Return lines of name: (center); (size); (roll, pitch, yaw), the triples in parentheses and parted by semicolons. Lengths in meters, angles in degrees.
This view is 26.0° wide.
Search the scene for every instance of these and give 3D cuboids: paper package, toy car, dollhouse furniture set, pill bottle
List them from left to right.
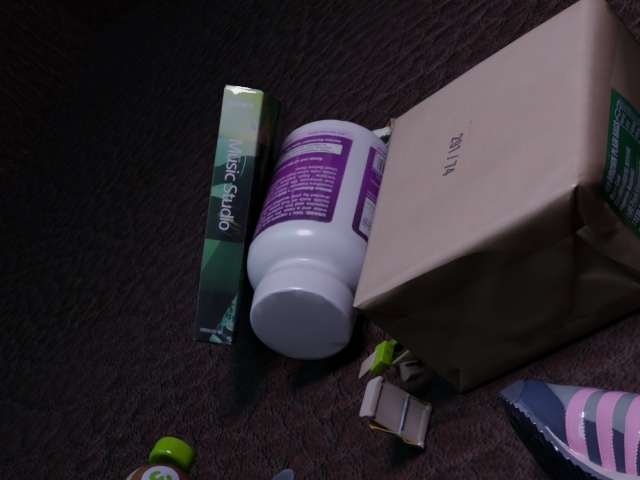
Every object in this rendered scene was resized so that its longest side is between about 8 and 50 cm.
toy car: (-0.121, 0.308, 1.573); (0.188, 0.149, 0.155); (-17, 29, 34)
pill bottle: (0.000, 0.000, 1.753); (0.169, 0.169, 0.301); (-32, 29, 35)
dollhouse furniture set: (0.078, 0.165, 1.504); (0.058, 0.076, 0.151); (-46, 19, 43)
paper package: (0.211, -0.051, 1.459); (0.309, 0.168, 0.325); (-32, 29, 36)

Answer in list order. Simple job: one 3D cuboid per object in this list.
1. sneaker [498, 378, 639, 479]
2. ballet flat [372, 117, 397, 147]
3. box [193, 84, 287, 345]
sneaker: (0.268, 0.168, 1.144); (0.131, 0.112, 0.319); (-37, 24, -11)
ballet flat: (0.052, -0.101, 1.935); (0.206, 0.067, 0.073); (-41, 26, 21)
box: (-0.101, -0.033, 1.819); (0.232, 0.058, 0.322); (-20, -64, -84)
